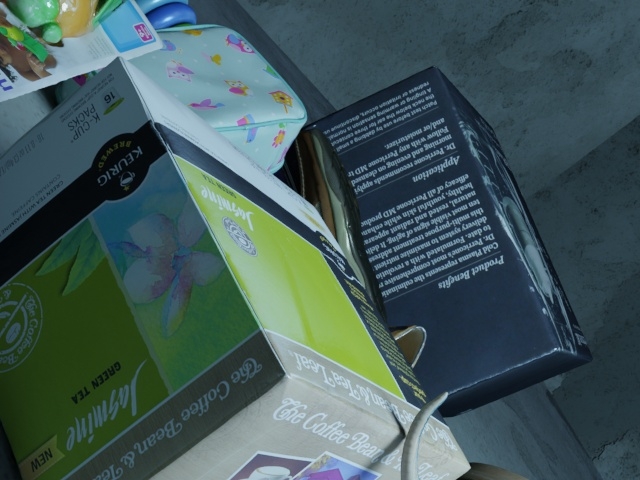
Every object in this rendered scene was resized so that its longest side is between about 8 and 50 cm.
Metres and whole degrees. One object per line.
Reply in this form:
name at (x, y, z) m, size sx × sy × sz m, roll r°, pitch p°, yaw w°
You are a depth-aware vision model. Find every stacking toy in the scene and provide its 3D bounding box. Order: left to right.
stacking toy at (-0.228, -0.304, 1.972) m, size 0.330 × 0.141 × 0.141 m, roll 58°, pitch 12°, yaw 11°

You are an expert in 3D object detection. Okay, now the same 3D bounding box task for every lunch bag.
lunch bag at (-0.169, -0.168, 1.514) m, size 0.279 × 0.108 × 0.224 m, roll -14°, pitch 51°, yaw -45°

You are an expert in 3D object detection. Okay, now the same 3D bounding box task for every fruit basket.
fruit basket at (-0.349, -0.303, 1.295) m, size 0.327 × 0.165 × 0.353 m, roll 48°, pitch 25°, yaw 3°

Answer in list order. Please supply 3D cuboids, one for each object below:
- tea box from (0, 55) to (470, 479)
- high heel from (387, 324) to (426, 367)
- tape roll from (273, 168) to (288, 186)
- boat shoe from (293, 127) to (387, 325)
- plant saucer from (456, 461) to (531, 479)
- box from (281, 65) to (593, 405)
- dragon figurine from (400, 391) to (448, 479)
tea box at (-0.092, 0.088, 1.009) m, size 0.329 × 0.220 × 0.324 m, roll 36°, pitch 18°, yaw -55°
high heel at (0.046, 0.184, 1.366) m, size 0.093 × 0.186 × 0.261 m, roll 49°, pitch 11°, yaw -15°
tape roll at (-0.109, -0.168, 2.123) m, size 0.275 × 0.090 × 0.275 m, roll 50°, pitch 10°, yaw -12°
boat shoe at (0.000, 0.000, 1.775) m, size 0.122 × 0.119 × 0.324 m, roll 33°, pitch 41°, yaw -72°
plant saucer at (0.296, 0.390, 1.738) m, size 0.277 × 0.041 × 0.278 m, roll 28°, pitch -19°, yaw 11°
box at (0.202, 0.029, 2.029) m, size 0.472 × 0.297 × 0.480 m, roll 70°, pitch 15°, yaw 13°
dragon figurine at (0.105, 0.266, 0.954) m, size 0.144 × 0.085 × 0.289 m, roll 10°, pitch 67°, yaw -63°
